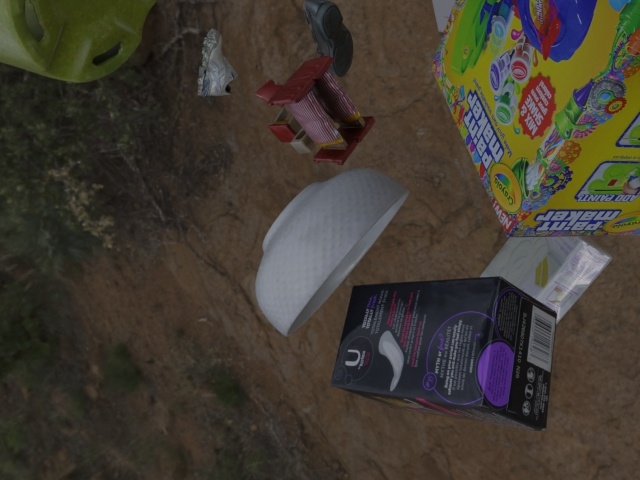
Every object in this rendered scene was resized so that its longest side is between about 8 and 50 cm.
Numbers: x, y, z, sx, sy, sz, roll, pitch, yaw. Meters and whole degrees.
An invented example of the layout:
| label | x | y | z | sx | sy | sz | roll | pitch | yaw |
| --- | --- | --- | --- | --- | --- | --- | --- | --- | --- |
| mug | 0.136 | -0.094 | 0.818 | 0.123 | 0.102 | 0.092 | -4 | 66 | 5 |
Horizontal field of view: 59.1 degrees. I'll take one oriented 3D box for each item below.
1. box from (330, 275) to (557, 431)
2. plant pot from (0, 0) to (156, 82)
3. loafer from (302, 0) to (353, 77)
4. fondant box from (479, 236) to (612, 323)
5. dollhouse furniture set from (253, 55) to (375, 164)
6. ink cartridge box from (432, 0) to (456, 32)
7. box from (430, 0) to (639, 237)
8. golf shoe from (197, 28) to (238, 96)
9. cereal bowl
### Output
| label | x | y | z | sx | sy | sz | roll | pitch | yaw |
| --- | --- | --- | --- | --- | --- | --- | --- | --- | --- |
| box | 0.166 | 0.155 | 0.793 | 0.270 | 0.143 | 0.165 | -9 | 60 | 50 |
| plant pot | -0.309 | -0.282 | 0.544 | 0.253 | 0.276 | 0.276 | 26 | 124 | 15 |
| loafer | 0.022 | -0.544 | 1.505 | 0.084 | 0.096 | 0.267 | 35 | 171 | 22 |
| fondant box | 0.506 | 0.098 | 1.366 | 0.096 | 0.238 | 0.330 | 25 | 111 | -14 |
| dollhouse furniture set | -0.063 | -0.312 | 1.413 | 0.201 | 0.152 | 0.374 | 48 | 160 | -30 |
| ink cartridge box | 0.315 | -0.629 | 1.100 | 0.166 | 0.395 | 0.286 | 12 | 82 | 20 |
| box | 0.273 | -0.200 | 0.571 | 0.279 | 0.177 | 0.290 | 105 | 159 | -50 |
| golf shoe | -0.223 | -0.392 | 1.254 | 0.176 | 0.086 | 0.069 | 121 | 150 | -57 |
| cereal bowl | 0.000 | 0.000 | 1.010 | 0.141 | 0.339 | 0.339 | 40 | 131 | 9 |
